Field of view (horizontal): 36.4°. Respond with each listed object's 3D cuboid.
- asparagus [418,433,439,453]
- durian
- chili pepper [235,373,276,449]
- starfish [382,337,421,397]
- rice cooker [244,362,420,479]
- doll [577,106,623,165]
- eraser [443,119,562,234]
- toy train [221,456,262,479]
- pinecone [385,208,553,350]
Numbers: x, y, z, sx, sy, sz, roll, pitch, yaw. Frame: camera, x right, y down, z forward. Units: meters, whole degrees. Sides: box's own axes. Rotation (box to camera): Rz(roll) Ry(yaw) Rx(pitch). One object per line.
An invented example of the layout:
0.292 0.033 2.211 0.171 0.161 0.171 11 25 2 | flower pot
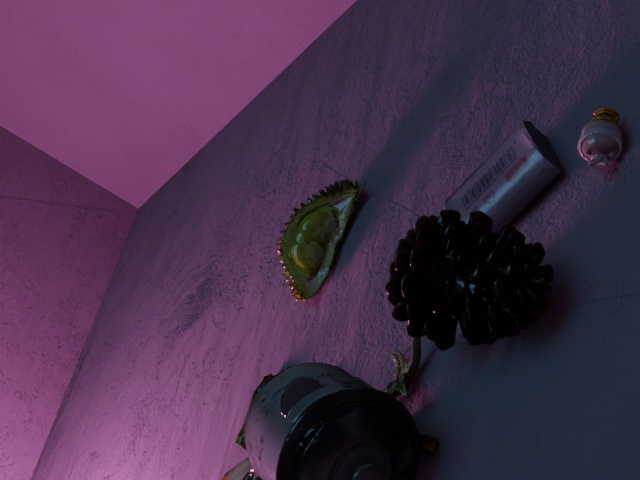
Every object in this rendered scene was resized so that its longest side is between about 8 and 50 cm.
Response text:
0.155 0.345 1.726 0.165 0.030 0.036 12 80 66 | asparagus
0.000 0.000 2.447 0.169 0.158 0.352 15 70 31 | durian
-0.145 0.393 2.269 0.052 0.050 0.201 7 58 25 | chili pepper
0.145 0.263 1.814 0.217 0.050 0.223 -52 -15 -82 | starfish
0.017 0.352 1.665 0.264 0.316 0.317 -31 17 -15 | rice cooker
0.483 -0.164 1.688 0.084 0.073 0.127 96 -167 -56 | doll
0.346 -0.105 1.863 0.227 0.081 0.174 -48 20 23 | eraser
-0.152 0.520 2.075 0.188 0.072 0.099 -41 28 35 | toy train
0.254 0.069 1.629 0.292 0.246 0.246 2 62 53 | pinecone
